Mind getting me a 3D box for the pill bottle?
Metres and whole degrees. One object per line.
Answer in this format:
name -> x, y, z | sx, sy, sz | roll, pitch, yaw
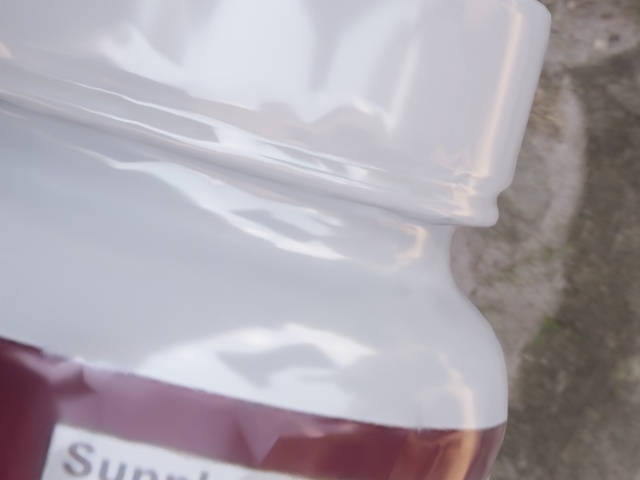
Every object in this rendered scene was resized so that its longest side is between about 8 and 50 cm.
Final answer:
pill bottle -> -0.076, 0.097, 0.528 | 0.224, 0.224, 0.392 | 15, 93, -20
